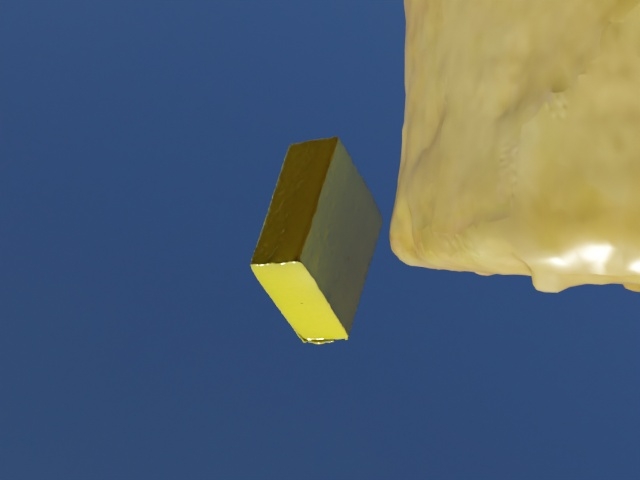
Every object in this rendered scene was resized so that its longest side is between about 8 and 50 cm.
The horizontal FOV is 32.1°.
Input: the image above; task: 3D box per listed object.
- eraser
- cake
[{"bbox_3d":[0.000,0.000,0.824,0.045,0.097,0.122,-6,-134,26],"label":"eraser"},{"bbox_3d":[0.197,-0.129,0.491,0.333,0.332,0.321,6,-91,-10],"label":"cake"}]
